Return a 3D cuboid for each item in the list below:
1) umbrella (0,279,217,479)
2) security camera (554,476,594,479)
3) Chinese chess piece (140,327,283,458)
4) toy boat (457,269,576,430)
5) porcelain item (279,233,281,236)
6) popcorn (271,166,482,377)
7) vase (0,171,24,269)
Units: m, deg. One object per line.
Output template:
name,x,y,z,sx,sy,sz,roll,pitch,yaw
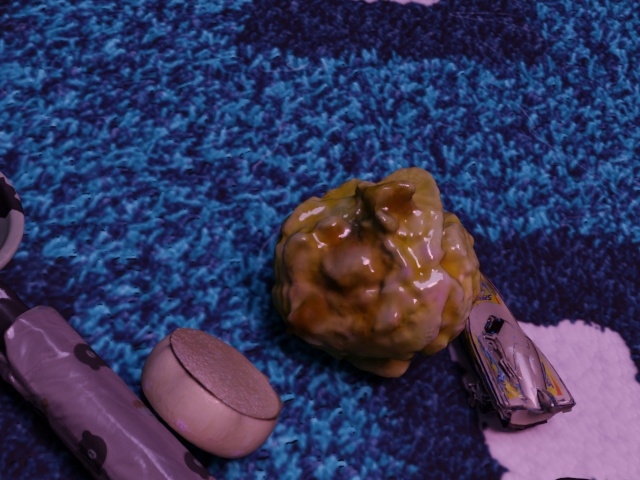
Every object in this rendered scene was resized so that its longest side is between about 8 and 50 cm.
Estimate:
umbrella,-0.169,0.154,1.186,0.337,0.067,0.073,44,36,17
security camera,0.263,0.323,1.169,0.277,0.197,0.191,14,46,-26
Chinese chess piece,-0.091,0.127,1.225,0.122,0.051,0.122,34,16,-11
toy boat,0.163,0.092,1.402,0.084,0.066,0.210,-3,52,-30
porcelain item,0.000,0.000,1.431,0.083,0.028,0.036,-7,52,-32
popcorn,0.052,0.024,1.327,0.187,0.185,0.167,35,53,-26
vase,-0.284,0.095,0.971,0.165,0.360,0.165,13,47,-15
